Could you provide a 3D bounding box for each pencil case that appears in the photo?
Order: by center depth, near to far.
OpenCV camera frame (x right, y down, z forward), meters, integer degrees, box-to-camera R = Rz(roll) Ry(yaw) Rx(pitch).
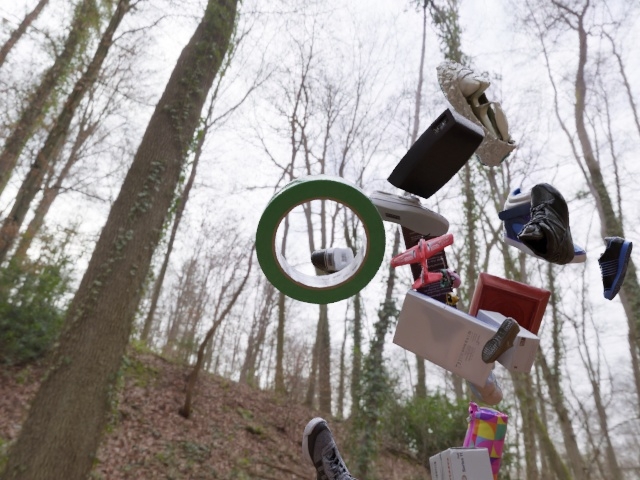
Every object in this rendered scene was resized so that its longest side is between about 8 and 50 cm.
[{"bbox_3d":[0.400,0.532,1.190,0.104,0.236,0.104,11,-6,1],"label":"pencil case"}]

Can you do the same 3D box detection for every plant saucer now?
[{"bbox_3d":[0.701,0.276,1.792,0.259,0.047,0.259,16,-66,22],"label":"plant saucer"}]

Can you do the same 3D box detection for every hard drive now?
[{"bbox_3d":[0.319,-0.224,1.298,0.172,0.054,0.255,15,-52,-36],"label":"hard drive"},{"bbox_3d":[0.400,0.309,1.505,0.318,0.040,0.210,23,-60,24],"label":"hard drive"}]

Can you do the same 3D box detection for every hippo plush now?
[{"bbox_3d":[0.621,0.438,1.717,0.236,0.234,0.294,-34,-1,-3],"label":"hippo plush"}]

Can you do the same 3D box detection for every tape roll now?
[{"bbox_3d":[0.000,0.000,1.177,0.321,0.077,0.321,-1,-72,-3],"label":"tape roll"}]

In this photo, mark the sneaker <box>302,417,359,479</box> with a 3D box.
[{"bbox_3d":[0.045,0.604,1.243,0.101,0.269,0.153,-19,12,-40],"label":"sneaker"}]

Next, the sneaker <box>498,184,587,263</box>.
[{"bbox_3d":[0.773,-0.072,1.635,0.130,0.322,0.236,-11,-68,-27],"label":"sneaker"}]

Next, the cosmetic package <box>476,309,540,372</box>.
[{"bbox_3d":[0.581,0.315,1.502,0.085,0.231,0.117,9,-79,-15],"label":"cosmetic package"}]

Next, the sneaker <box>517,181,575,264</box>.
[{"bbox_3d":[0.565,-0.055,1.204,0.130,0.228,0.087,12,-23,-29],"label":"sneaker"}]

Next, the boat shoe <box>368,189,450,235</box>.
[{"bbox_3d":[0.259,-0.090,1.395,0.267,0.088,0.096,16,-32,30],"label":"boat shoe"}]

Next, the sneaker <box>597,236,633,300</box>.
[{"bbox_3d":[1.063,0.101,1.734,0.081,0.232,0.090,1,15,-40],"label":"sneaker"}]

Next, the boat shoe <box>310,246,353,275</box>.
[{"bbox_3d":[0.047,0.081,1.761,0.104,0.113,0.306,-2,-2,20],"label":"boat shoe"}]

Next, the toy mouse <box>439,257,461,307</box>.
[{"bbox_3d":[0.383,0.118,1.391,0.031,0.143,0.161,-8,-14,-3],"label":"toy mouse"}]

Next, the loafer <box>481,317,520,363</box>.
[{"bbox_3d":[0.502,0.284,1.303,0.050,0.056,0.148,27,-74,-16],"label":"loafer"}]

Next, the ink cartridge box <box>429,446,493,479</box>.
[{"bbox_3d":[0.311,0.546,1.038,0.086,0.153,0.208,-2,-29,-1],"label":"ink cartridge box"}]

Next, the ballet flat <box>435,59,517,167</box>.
[{"bbox_3d":[0.518,-0.436,1.530,0.147,0.409,0.147,-22,-11,-4],"label":"ballet flat"}]

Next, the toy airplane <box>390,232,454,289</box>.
[{"bbox_3d":[0.216,0.042,0.980,0.151,0.151,0.028,-24,-56,32],"label":"toy airplane"}]

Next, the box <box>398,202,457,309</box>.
[{"bbox_3d":[0.389,0.073,1.745,0.143,0.191,0.382,-13,-73,6],"label":"box"}]
